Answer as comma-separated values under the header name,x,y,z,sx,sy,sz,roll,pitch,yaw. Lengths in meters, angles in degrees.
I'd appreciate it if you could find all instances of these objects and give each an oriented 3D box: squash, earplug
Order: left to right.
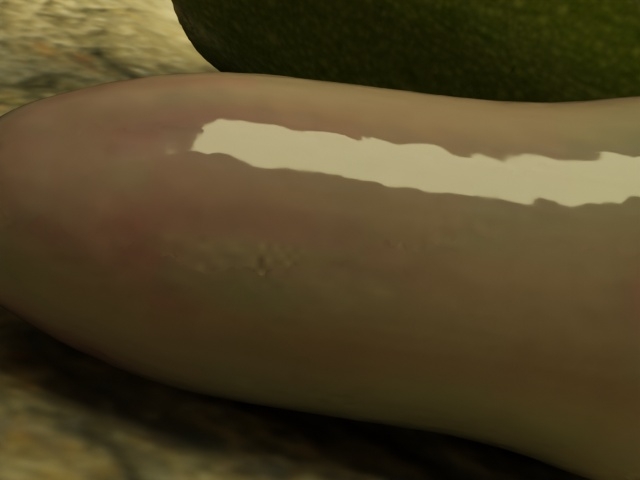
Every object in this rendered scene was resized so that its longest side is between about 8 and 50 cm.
name,x,y,z,sx,sy,sz,roll,pitch,yaw
earplug,0.000,0.000,0.721,0.301,0.172,0.172,9,23,-11
squash,0.130,-0.122,0.971,0.384,0.263,0.263,33,25,30
